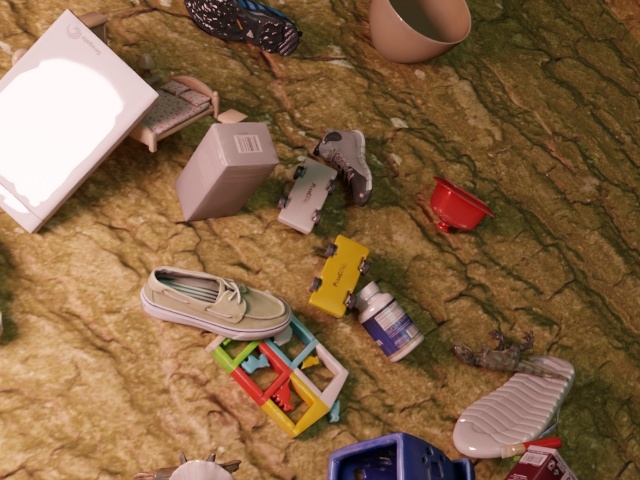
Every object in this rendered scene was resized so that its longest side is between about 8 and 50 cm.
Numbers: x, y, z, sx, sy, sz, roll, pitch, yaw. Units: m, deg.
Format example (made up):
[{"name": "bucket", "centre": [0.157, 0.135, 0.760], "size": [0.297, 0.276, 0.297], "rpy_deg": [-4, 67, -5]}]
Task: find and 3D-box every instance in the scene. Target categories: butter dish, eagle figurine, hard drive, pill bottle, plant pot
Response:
[{"name": "butter dish", "centre": [0.336, -0.074, 1.960], "size": [0.160, 0.118, 0.160], "rpy_deg": [30, 11, -13]}, {"name": "eagle figurine", "centre": [-0.184, 0.510, 1.276], "size": [0.225, 0.226, 0.298], "rpy_deg": [25, 46, -42]}, {"name": "hard drive", "centre": [-0.501, -0.220, 1.449], "size": [0.233, 0.047, 0.353], "rpy_deg": [43, 90, -2]}, {"name": "pill bottle", "centre": [0.142, 0.175, 1.712], "size": [0.094, 0.094, 0.169], "rpy_deg": [-35, 84, -39]}, {"name": "plant pot", "centre": [0.244, -0.599, 2.144], "size": [0.284, 0.191, 0.284], "rpy_deg": [14, 59, -24]}, {"name": "plant pot", "centre": [0.159, 0.508, 1.454], "size": [0.212, 0.236, 0.236], "rpy_deg": [20, 56, -28]}]

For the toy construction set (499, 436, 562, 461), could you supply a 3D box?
[{"name": "toy construction set", "centre": [0.367, 0.550, 1.525], "size": [0.237, 0.257, 0.309], "rpy_deg": [-1, 89, -22]}]

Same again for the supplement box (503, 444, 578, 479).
[{"name": "supplement box", "centre": [0.365, 0.498, 1.386], "size": [0.239, 0.073, 0.130], "rpy_deg": [-44, 103, -24]}]

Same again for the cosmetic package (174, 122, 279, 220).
[{"name": "cosmetic package", "centre": [-0.197, -0.137, 1.598], "size": [0.127, 0.238, 0.107], "rpy_deg": [-8, 71, -36]}]

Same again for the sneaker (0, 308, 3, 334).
[{"name": "sneaker", "centre": [-0.624, 0.064, 1.326], "size": [0.126, 0.091, 0.240], "rpy_deg": [-9, 70, -33]}]

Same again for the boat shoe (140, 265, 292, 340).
[{"name": "boat shoe", "centre": [-0.195, 0.121, 1.515], "size": [0.302, 0.094, 0.109], "rpy_deg": [9, 51, -17]}]

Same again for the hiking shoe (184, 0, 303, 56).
[{"name": "hiking shoe", "centre": [-0.195, -0.548, 1.935], "size": [0.304, 0.113, 0.132], "rpy_deg": [25, 23, -9]}]

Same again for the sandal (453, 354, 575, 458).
[{"name": "sandal", "centre": [0.461, 0.396, 1.765], "size": [0.416, 0.169, 0.102], "rpy_deg": [-27, 120, -38]}]

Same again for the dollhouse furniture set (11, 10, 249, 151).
[{"name": "dollhouse furniture set", "centre": [-0.370, -0.297, 1.520], "size": [0.355, 0.174, 0.303], "rpy_deg": [27, 43, 24]}]

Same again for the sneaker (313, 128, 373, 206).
[{"name": "sneaker", "centre": [0.046, -0.180, 1.872], "size": [0.132, 0.086, 0.229], "rpy_deg": [10, 49, -20]}]

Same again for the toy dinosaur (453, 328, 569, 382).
[{"name": "toy dinosaur", "centre": [0.447, 0.264, 1.831], "size": [0.268, 0.064, 0.118], "rpy_deg": [10, 48, 9]}]

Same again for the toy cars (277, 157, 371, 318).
[{"name": "toy cars", "centre": [0.000, 0.000, 1.736], "size": [0.176, 0.087, 0.394], "rpy_deg": [-11, 65, -22]}]

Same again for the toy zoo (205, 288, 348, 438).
[{"name": "toy zoo", "centre": [-0.068, 0.262, 1.580], "size": [0.293, 0.030, 0.192], "rpy_deg": [46, 51, 0]}]
